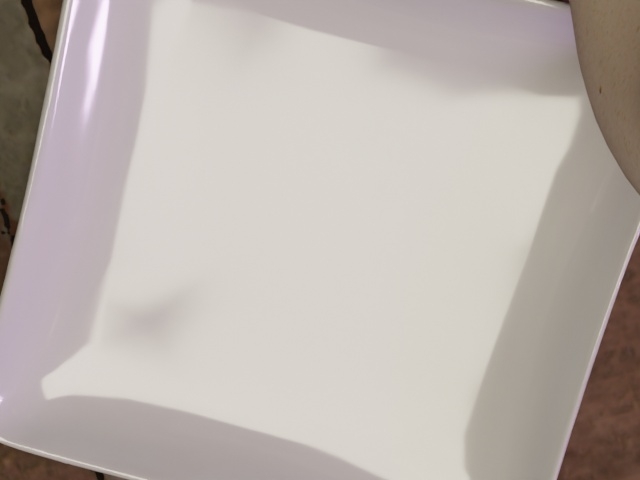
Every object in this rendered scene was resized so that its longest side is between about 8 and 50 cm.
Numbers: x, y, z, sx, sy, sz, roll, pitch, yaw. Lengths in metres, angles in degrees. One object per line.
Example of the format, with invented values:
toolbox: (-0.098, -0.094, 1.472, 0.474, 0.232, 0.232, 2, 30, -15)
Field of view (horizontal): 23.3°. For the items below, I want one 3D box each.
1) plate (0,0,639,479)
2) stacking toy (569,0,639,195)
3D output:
plate: (0.000, 0.000, 0.723, 0.278, 0.045, 0.277, 15, 108, 0)
stacking toy: (0.358, -0.138, 0.551, 0.480, 0.350, 0.350, 8, 107, -13)
